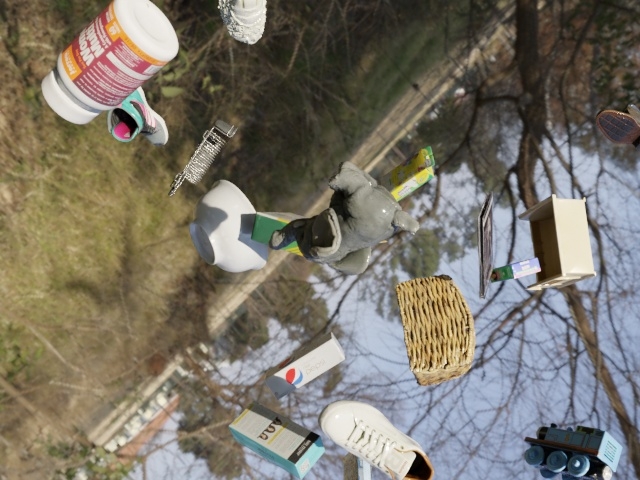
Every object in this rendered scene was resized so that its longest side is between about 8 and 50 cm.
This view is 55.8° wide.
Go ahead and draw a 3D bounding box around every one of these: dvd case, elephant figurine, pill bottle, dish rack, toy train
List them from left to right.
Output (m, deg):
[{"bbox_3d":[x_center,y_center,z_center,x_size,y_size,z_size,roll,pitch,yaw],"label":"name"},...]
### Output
[{"bbox_3d":[-0.349,-0.291,0.991,0.221,0.121,0.121,-30,-172,25],"label":"pill bottle"},{"bbox_3d":[-0.365,-0.236,1.828,0.271,0.074,0.208,-58,-167,-11],"label":"dish rack"},{"bbox_3d":[0.031,-0.011,1.128,0.239,0.169,0.186,-50,-167,12],"label":"elephant figurine"},{"bbox_3d":[0.411,0.011,1.503,0.018,0.221,0.164,4,-152,22],"label":"dvd case"},{"bbox_3d":[0.482,0.411,1.170,0.184,0.080,0.105,-12,-141,58],"label":"toy train"}]

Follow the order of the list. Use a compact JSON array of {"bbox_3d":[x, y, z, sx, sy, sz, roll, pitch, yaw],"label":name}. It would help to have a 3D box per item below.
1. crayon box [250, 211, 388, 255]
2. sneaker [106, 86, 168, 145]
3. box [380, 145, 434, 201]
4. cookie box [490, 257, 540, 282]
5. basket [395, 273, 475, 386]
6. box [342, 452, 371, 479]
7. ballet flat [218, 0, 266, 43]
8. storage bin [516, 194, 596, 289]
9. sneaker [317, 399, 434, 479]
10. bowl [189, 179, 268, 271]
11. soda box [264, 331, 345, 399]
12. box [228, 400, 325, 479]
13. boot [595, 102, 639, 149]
[{"bbox_3d":[0.000,0.000,1.656,0.203,0.323,0.083,-5,109,-66],"label":"crayon box"},{"bbox_3d":[-0.618,-0.385,2.039,0.123,0.295,0.178,-4,-126,18],"label":"sneaker"},{"bbox_3d":[0.258,-0.190,1.752,0.179,0.043,0.105,-36,-147,29],"label":"box"},{"bbox_3d":[0.530,0.083,1.656,0.091,0.040,0.107,-12,173,-20],"label":"cookie box"},{"bbox_3d":[0.368,0.277,1.875,0.213,0.299,0.223,-12,153,11],"label":"basket"},{"bbox_3d":[0.117,0.764,1.964,0.233,0.044,0.159,108,-15,-56],"label":"box"},{"bbox_3d":[-0.228,-0.757,1.738,0.147,0.147,0.409,-44,141,-43],"label":"ballet flat"},{"bbox_3d":[0.769,0.015,2.007,0.123,0.262,0.260,1,165,-11],"label":"storage bin"},{"bbox_3d":[0.131,0.432,1.289,0.106,0.290,0.123,-59,-158,-1],"label":"sneaker"},{"bbox_3d":[-0.294,-0.019,1.791,0.134,0.298,0.298,-30,177,-31],"label":"bowl"},{"bbox_3d":[-0.043,0.337,1.628,0.216,0.069,0.074,-33,-173,3],"label":"soda box"},{"bbox_3d":[-0.115,0.508,1.554,0.244,0.060,0.100,15,-138,38],"label":"box"},{"bbox_3d":[0.793,-0.313,1.593,0.082,0.219,0.106,-52,-150,39],"label":"boot"}]
